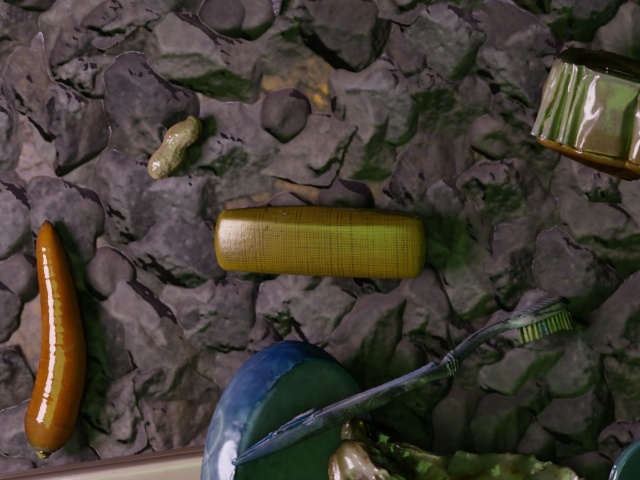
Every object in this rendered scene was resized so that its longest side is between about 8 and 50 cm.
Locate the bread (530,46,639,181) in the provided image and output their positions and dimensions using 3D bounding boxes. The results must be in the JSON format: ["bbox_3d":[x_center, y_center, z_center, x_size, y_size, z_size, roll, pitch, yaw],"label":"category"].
[{"bbox_3d":[0.318,-0.124,1.852,0.192,0.210,0.109,16,103,7],"label":"bread"}]

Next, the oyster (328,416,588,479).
[{"bbox_3d":[0.158,0.304,1.935,0.337,0.197,0.133,28,143,-18],"label":"oyster"}]

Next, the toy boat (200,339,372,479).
[{"bbox_3d":[-0.048,0.271,1.976,0.215,0.123,0.329,-2,95,-36],"label":"toy boat"}]

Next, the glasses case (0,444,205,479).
[{"bbox_3d":[-0.243,0.321,2.055,0.336,0.076,0.144,-8,94,10],"label":"glasses case"}]

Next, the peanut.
[{"bbox_3d":[-0.162,-0.104,2.015,0.037,0.037,0.083,36,103,3],"label":"peanut"}]

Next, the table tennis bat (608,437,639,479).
[{"bbox_3d":[0.366,0.306,1.964,0.124,0.033,0.201,2,97,-16],"label":"table tennis bat"}]

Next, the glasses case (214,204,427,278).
[{"bbox_3d":[0.000,0.000,1.987,0.234,0.064,0.079,2,98,8],"label":"glasses case"}]

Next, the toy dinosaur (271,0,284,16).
[{"bbox_3d":[-0.028,-0.379,1.915,0.162,0.077,0.294,-18,114,-8],"label":"toy dinosaur"}]

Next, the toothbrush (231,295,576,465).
[{"bbox_3d":[0.091,0.149,1.918,0.413,0.035,0.042,-22,96,-17],"label":"toothbrush"}]

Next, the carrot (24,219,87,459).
[{"bbox_3d":[-0.295,0.115,2.054,0.062,0.066,0.271,3,96,-35],"label":"carrot"}]
